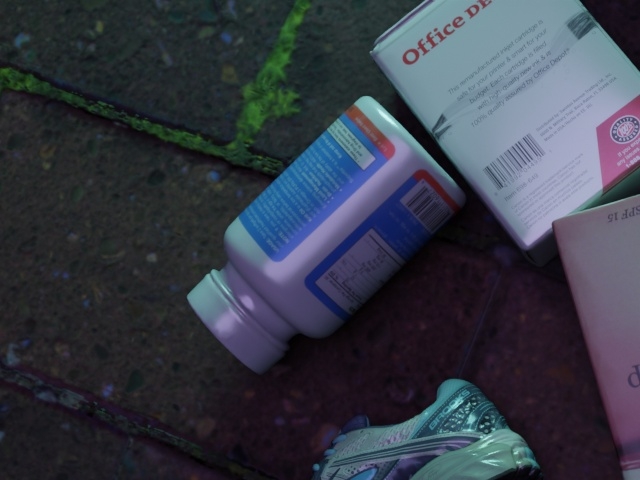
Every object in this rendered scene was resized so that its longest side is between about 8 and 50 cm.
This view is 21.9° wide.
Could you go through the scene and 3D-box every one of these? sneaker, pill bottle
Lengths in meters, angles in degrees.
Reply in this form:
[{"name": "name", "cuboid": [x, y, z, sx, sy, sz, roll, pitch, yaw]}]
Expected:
[{"name": "sneaker", "cuboid": [0.032, 0.213, 1.311, 0.283, 0.110, 0.122, -30, 53, 5]}, {"name": "pill bottle", "cuboid": [0.000, 0.000, 1.341, 0.221, 0.124, 0.124, -43, 70, 3]}]

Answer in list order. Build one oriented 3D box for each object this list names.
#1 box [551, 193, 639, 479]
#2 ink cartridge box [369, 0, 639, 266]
[{"name": "box", "cuboid": [0.279, 0.083, 1.238, 0.148, 0.127, 0.232, -17, 73, 12]}, {"name": "ink cartridge box", "cuboid": [0.167, -0.112, 1.334, 0.158, 0.092, 0.218, -38, 72, 5]}]
